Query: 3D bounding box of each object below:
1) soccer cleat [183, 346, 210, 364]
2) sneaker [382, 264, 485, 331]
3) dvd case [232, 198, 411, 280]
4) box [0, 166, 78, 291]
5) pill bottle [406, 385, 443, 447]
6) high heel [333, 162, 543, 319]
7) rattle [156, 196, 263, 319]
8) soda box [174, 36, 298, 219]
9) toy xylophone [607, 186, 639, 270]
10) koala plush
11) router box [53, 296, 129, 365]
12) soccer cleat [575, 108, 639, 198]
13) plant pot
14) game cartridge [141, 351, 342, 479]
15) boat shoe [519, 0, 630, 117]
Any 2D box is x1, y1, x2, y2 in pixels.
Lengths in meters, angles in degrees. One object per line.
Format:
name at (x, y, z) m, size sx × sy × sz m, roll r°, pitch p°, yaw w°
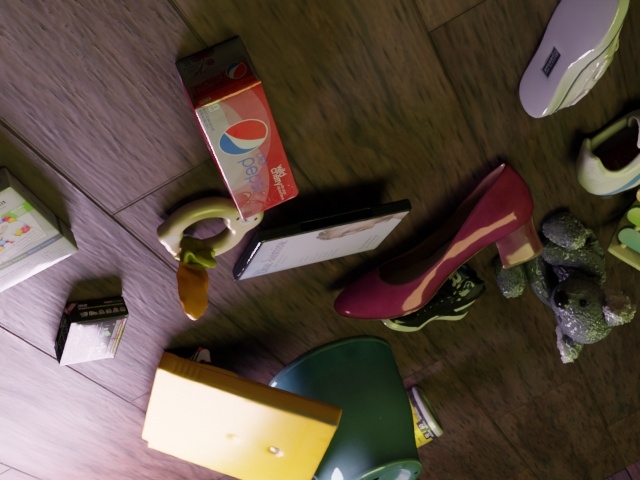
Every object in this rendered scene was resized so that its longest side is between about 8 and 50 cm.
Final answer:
soccer cleat at (-0.223, 0.217, 1.968) m, size 0.083 × 0.035 × 0.029 m, roll -38°, pitch 147°, yaw 19°
sneaker at (0.208, 0.092, 2.062) m, size 0.217 × 0.079 × 0.121 m, roll -8°, pitch 143°, yaw -41°
dvd case at (0.000, 0.000, 1.767) m, size 0.253 × 0.022 × 0.180 m, roll -12°, pitch 164°, yaw -21°
box at (-0.423, -0.006, 1.484) m, size 0.145 × 0.038 × 0.186 m, roll -27°, pitch 148°, yaw 2°
pill bottle at (0.148, 0.411, 2.450) m, size 0.208 × 0.119 × 0.119 m, roll -30°, pitch 149°, yaw 7°
high heel at (0.176, 0.001, 1.905) m, size 0.377 × 0.127 × 0.181 m, roll -24°, pitch 121°, yaw 5°
rattle at (-0.125, -0.003, 1.615) m, size 0.200 × 0.142 × 0.130 m, roll -23°, pitch 131°, yaw 7°
soda box at (-0.103, -0.138, 1.472) m, size 0.092 × 0.083 × 0.263 m, roll -24°, pitch 149°, yaw -3°
toy xylophone at (0.680, -0.057, 2.065) m, size 0.081 × 0.236 × 0.322 m, roll -59°, pitch 171°, yaw -46°
koala plush at (0.470, 0.097, 2.094) m, size 0.203 × 0.221 × 0.196 m, roll 20°, pitch 127°, yaw -44°
router box at (-0.354, 0.140, 1.754) m, size 0.092 × 0.038 × 0.122 m, roll -6°, pitch 144°, yaw -29°
soccer cleat at (0.577, -0.175, 1.874) m, size 0.331 × 0.116 × 0.143 m, roll -26°, pitch 150°, yaw 1°
plant pot at (0.064, 0.365, 2.187) m, size 0.272 × 0.255 × 0.271 m, roll -19°, pitch 149°, yaw -12°
game cartridge at (-0.148, 0.331, 2.023) m, size 0.324 × 0.052 × 0.285 m, roll 20°, pitch 140°, yaw -1°
boat shoe at (0.374, -0.272, 1.605) m, size 0.088 × 0.096 × 0.267 m, roll -14°, pitch 149°, yaw -26°
